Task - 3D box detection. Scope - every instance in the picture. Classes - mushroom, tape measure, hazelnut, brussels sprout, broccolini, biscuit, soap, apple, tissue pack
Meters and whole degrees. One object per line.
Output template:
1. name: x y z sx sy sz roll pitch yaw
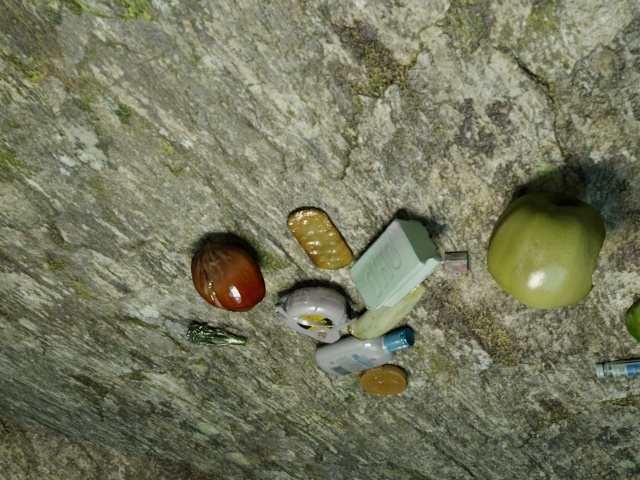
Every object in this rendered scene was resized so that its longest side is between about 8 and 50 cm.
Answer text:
1. mushroom: 0.204 0.202 1.904 0.107 0.087 0.333 9 141 -38
2. tape measure: -0.008 0.213 1.923 0.236 0.120 0.197 24 143 -25
3. hazelnut: -0.262 0.103 1.796 0.212 0.181 0.181 -8 159 33
4. brussels sprout: 0.923 0.217 1.762 0.181 0.144 0.161 37 98 -14
5. broccolini: -0.348 0.322 2.170 0.203 0.068 0.091 12 111 -19
6. biscuit: 0.216 0.474 2.252 0.171 0.050 0.170 7 134 8
7. soap: 0.188 0.065 1.685 0.094 0.150 0.261 -1 147 -33
8. apple: 0.517 0.018 1.501 0.280 0.279 0.279 5 140 4
9. tissue pack: 0.368 0.068 1.756 0.063 0.035 0.083 -2 137 12
10. biscuit: 0.000 0.000 1.745 0.119 0.028 0.247 -18 134 18

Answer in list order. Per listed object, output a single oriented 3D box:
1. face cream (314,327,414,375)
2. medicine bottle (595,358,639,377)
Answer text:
1. face cream: 0.148 0.356 2.094 0.337 0.080 0.163 -25 133 33
2. medicine bottle: 0.966 0.398 2.031 0.191 0.051 0.051 -11 136 23
